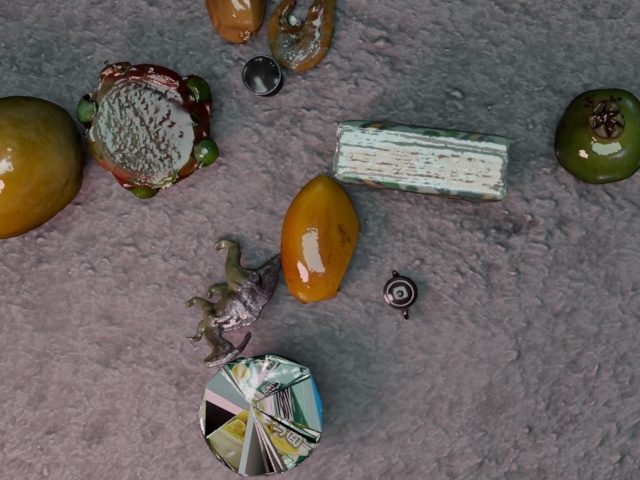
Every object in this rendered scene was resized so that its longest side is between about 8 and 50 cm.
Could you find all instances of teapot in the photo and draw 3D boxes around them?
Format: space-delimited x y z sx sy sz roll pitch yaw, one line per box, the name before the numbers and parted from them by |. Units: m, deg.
teapot | 0.157 0.106 1.801 0.067 0.045 0.100 -15 88 7

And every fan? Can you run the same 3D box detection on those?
fan | -0.058 -0.420 1.833 0.080 0.003 0.060 13 91 4

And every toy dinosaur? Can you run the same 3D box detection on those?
toy dinosaur | -0.170 0.117 1.785 0.162 0.077 0.294 12 67 27

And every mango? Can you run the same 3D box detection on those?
mango | 0.000 0.000 1.776 0.153 0.126 0.252 4 91 -6

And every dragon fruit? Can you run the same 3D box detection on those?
dragon fruit | -0.328 -0.218 1.800 0.295 0.130 0.268 29 94 4

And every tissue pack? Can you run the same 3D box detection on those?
tissue pack | 0.187 -0.145 1.703 0.310 0.228 0.128 7 92 6

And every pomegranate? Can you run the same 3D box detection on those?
pomegranate | 0.516 -0.184 1.684 0.179 0.210 0.179 7 113 17

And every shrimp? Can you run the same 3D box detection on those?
shrimp | -0.036 -0.426 1.804 0.132 0.051 0.188 19 91 0

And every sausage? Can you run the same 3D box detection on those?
sausage | -0.174 -0.501 1.783 0.120 0.136 0.241 -17 94 -1

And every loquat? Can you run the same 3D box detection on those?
loquat | -0.591 -0.138 1.767 0.283 0.276 0.276 -17 89 -8

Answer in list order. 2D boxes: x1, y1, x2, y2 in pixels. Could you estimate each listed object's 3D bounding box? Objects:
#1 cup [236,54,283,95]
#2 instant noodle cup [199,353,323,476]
cup | -0.120 -0.326 1.804 0.100 0.077 0.078 37 94 3
instant noodle cup | -0.102 0.318 1.763 0.240 0.178 0.240 0 91 5
